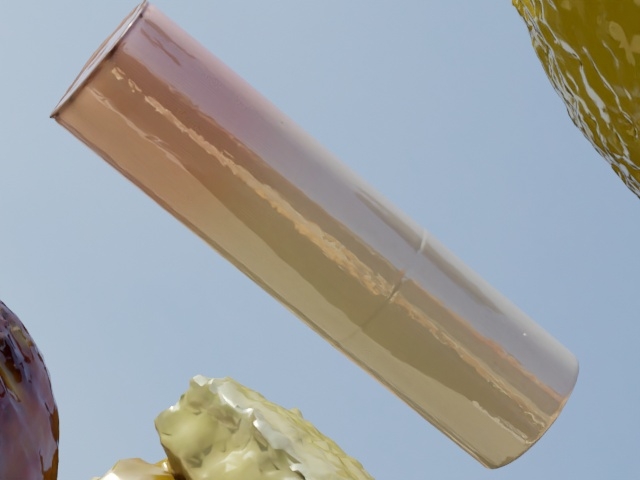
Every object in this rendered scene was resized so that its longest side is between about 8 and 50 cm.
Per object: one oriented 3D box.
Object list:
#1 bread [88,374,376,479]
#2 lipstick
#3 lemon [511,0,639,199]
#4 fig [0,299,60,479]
[{"bbox_3d":[0.047,0.245,0.833,0.375,0.165,0.236,45,-5,44],"label":"bread"},{"bbox_3d":[0.000,0.000,1.097,0.327,0.087,0.087,39,-29,-12],"label":"lipstick"},{"bbox_3d":[0.172,-0.124,0.472,0.268,0.268,0.322,21,-57,33],"label":"lemon"},{"bbox_3d":[-0.180,0.127,0.658,0.159,0.159,0.257,29,-63,23],"label":"fig"}]
